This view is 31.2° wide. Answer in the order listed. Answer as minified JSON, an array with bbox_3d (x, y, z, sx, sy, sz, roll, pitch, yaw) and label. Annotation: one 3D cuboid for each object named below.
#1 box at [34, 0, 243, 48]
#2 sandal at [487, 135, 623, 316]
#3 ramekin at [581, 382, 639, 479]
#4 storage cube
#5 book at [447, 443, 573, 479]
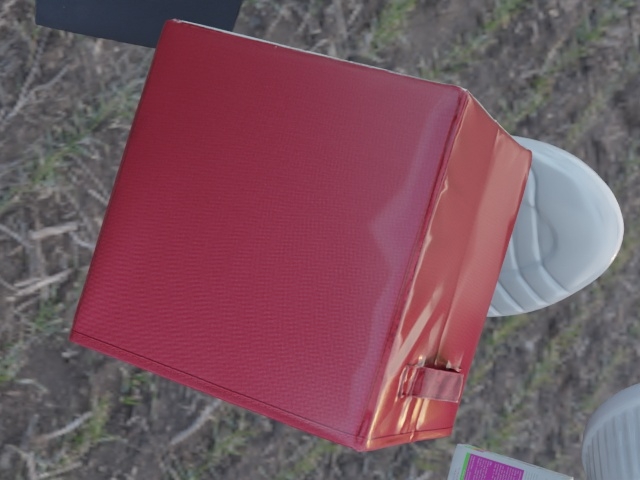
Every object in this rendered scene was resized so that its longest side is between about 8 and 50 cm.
[{"bbox_3d":[-0.121,-0.380,0.950,0.179,0.343,0.312,8,65,-12],"label":"box"},{"bbox_3d":[0.094,-0.011,1.084,0.102,0.416,0.169,-34,106,-49],"label":"sandal"},{"bbox_3d":[0.341,0.228,1.035,0.207,0.207,0.109,53,33,-31],"label":"ramekin"},{"bbox_3d":[0.000,0.000,0.685,0.184,0.215,0.193,16,90,-67],"label":"storage cube"},{"bbox_3d":[0.187,0.270,1.169,0.035,0.144,0.096,13,88,-38],"label":"book"}]
